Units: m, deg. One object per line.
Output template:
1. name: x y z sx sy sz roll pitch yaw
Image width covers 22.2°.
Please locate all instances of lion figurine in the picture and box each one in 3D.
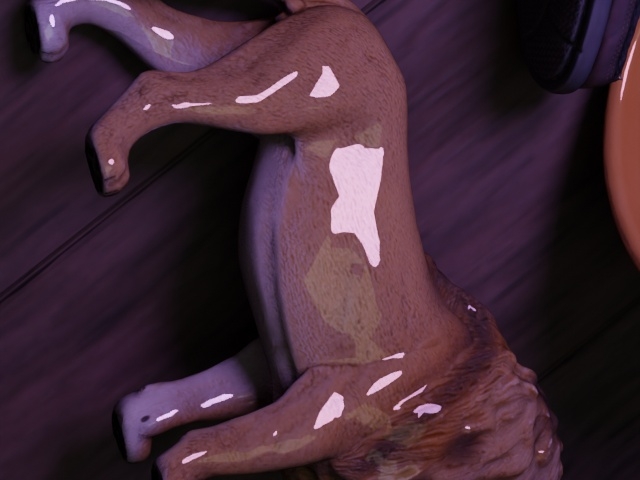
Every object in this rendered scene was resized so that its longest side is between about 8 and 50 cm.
1. lion figurine: 0.000 0.000 0.849 0.240 0.142 0.392 -14 106 -19

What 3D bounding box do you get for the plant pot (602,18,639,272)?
1. plant pot: 0.325 -0.058 0.863 0.203 0.291 0.290 20 101 -38

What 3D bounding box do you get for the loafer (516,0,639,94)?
1. loafer: 0.167 -0.225 0.844 0.095 0.109 0.302 -2 105 -20
